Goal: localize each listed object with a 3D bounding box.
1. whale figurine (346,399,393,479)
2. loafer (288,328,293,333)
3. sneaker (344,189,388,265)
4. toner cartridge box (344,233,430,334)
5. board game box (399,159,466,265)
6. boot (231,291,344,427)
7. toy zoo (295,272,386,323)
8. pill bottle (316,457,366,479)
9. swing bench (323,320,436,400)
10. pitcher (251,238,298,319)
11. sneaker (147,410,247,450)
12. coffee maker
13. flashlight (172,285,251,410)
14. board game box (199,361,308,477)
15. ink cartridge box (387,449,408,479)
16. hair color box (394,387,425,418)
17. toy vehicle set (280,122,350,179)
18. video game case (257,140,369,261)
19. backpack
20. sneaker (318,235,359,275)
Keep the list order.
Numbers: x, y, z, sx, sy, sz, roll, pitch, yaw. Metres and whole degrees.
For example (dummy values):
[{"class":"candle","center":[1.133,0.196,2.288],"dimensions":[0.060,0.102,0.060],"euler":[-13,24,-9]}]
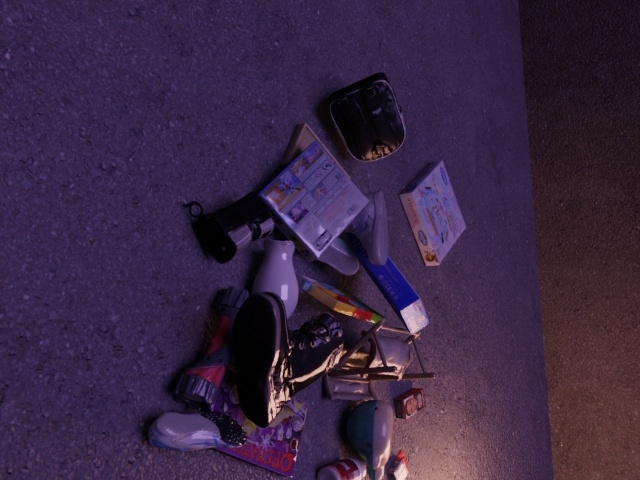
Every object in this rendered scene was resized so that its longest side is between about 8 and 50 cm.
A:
[{"class":"whale figurine","center":[0.151,0.624,1.979],"dimensions":[0.216,0.141,0.272],"euler":[-71,162,-59]},{"class":"loafer","center":[-0.071,0.310,1.757],"dimensions":[0.302,0.095,0.109],"euler":[39,54,-41]},{"class":"sneaker","center":[0.116,-0.027,1.931],"dimensions":[0.292,0.169,0.108],"euler":[-86,162,-46]},{"class":"toner cartridge box","center":[0.204,0.113,1.965],"dimensions":[0.348,0.075,0.165],"euler":[56,-1,39]},{"class":"board game box","center":[0.455,-0.113,2.534],"dimensions":[0.318,0.066,0.319],"euler":[-43,116,-47]},{"class":"boot","center":[-0.069,0.250,1.567],"dimensions":[0.284,0.138,0.377],"euler":[-27,128,-43]},{"class":"toy zoo","center":[0.043,0.168,1.862],"dimensions":[0.293,0.192,0.030],"euler":[24,95,-48]},{"class":"pill bottle","center":[0.066,0.693,1.870],"dimensions":[0.152,0.086,0.086],"euler":[2,82,-53]},{"class":"swing bench","center":[0.171,0.382,1.955],"dimensions":[0.253,0.254,0.165],"euler":[20,46,-50]},{"class":"pitcher","center":[-0.116,0.111,1.728],"dimensions":[0.178,0.125,0.207],"euler":[58,37,-80]},{"class":"sneaker","center":[-0.279,0.441,1.449],"dimensions":[0.237,0.086,0.085],"euler":[17,39,-33]},{"class":"coffee maker","center":[-0.221,-0.054,1.614],"dimensions":[0.178,0.120,0.171],"euler":[-38,112,-49]},{"class":"flashlight","center":[-0.257,0.253,1.538],"dimensions":[0.103,0.103,0.304],"euler":[49,44,-37]},{"class":"board game box","center":[-0.169,0.467,1.645],"dimensions":[0.347,0.056,0.208],"euler":[39,59,-42]},{"class":"ink cartridge box","center":[0.273,0.777,2.166],"dimensions":[0.115,0.029,0.063],"euler":[-37,112,-48]},{"class":"hair color box","center":[0.318,0.577,2.250],"dimensions":[0.141,0.043,0.072],"euler":[-11,93,-52]},{"class":"toy vehicle set","center":[-0.010,-0.216,1.982],"dimensions":[0.267,0.035,0.166],"euler":[47,49,-36]},{"class":"video game case","center":[-0.023,-0.115,1.824],"dimensions":[0.244,0.061,0.269],"euler":[49,58,-9]},{"class":"backpack","center":[0.157,-0.396,2.076],"dimensions":[0.191,0.225,0.253],"euler":[-89,155,-66]},{"class":"sneaker","center":[0.000,0.001,1.938],"dimensions":[0.256,0.094,0.151],"euler":[37,13,-18]}]
